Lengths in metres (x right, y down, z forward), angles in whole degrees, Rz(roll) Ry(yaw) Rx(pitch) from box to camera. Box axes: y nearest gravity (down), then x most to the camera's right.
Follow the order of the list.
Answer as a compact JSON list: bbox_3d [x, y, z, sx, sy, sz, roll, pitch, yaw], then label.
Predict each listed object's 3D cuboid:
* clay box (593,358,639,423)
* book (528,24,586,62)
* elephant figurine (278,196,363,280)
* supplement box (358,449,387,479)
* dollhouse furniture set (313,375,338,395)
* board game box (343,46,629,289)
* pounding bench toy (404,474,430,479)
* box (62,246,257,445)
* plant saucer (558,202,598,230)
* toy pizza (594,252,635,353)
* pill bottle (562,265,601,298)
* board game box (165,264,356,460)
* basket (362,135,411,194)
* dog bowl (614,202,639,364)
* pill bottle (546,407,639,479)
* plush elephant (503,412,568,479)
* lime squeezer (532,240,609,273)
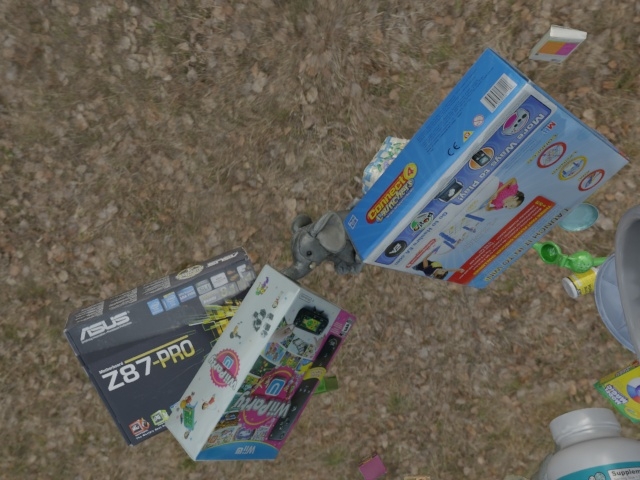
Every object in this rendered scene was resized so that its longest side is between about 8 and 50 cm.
[{"bbox_3d":[0.845,0.388,1.263,0.127,0.053,0.222,47,131,14],"label":"clay box"},{"bbox_3d":[0.659,-0.542,1.347,0.096,0.144,0.035,10,86,2],"label":"book"},{"bbox_3d":[0.000,0.000,1.130,0.239,0.186,0.169,9,134,-41],"label":"elephant figurine"},{"bbox_3d":[0.119,0.523,1.115,0.054,0.083,0.043,-30,74,-6],"label":"supplement box"},{"bbox_3d":[-0.124,0.379,1.433,0.301,0.151,0.198,-17,72,9],"label":"dollhouse furniture set"},{"bbox_3d":[0.242,-0.072,0.710,0.301,0.086,0.308,14,128,-39],"label":"board game box"},{"bbox_3d":[0.178,0.504,0.952,0.083,0.065,0.052,-6,110,10],"label":"pounding bench toy"},{"bbox_3d":[-0.297,0.231,1.073,0.394,0.097,0.319,-21,112,-13],"label":"box"},{"bbox_3d":[0.819,-0.079,1.541,0.119,0.021,0.119,6,135,6],"label":"plant saucer"},{"bbox_3d":[0.571,0.111,0.843,0.201,0.032,0.202,2,68,-4],"label":"toy pizza"},{"bbox_3d":[0.759,0.113,1.372,0.116,0.065,0.065,-26,110,6],"label":"pill bottle"},{"bbox_3d":[-0.088,0.220,0.838,0.304,0.097,0.224,-58,144,-3],"label":"board game box"},{"bbox_3d":[0.291,-0.186,1.541,0.288,0.255,0.201,28,154,13],"label":"basket"},{"bbox_3d":[0.430,0.099,0.523,0.102,0.349,0.349,-14,112,16],"label":"dog bowl"},{"bbox_3d":[0.393,0.364,0.628,0.146,0.264,0.146,-2,138,-2],"label":"pill bottle"},{"bbox_3d":[0.575,0.553,1.086,0.271,0.255,0.330,16,84,-5],"label":"plush elephant"},{"bbox_3d":[0.585,0.023,1.158,0.310,0.110,0.059,16,139,21],"label":"lime squeezer"}]
